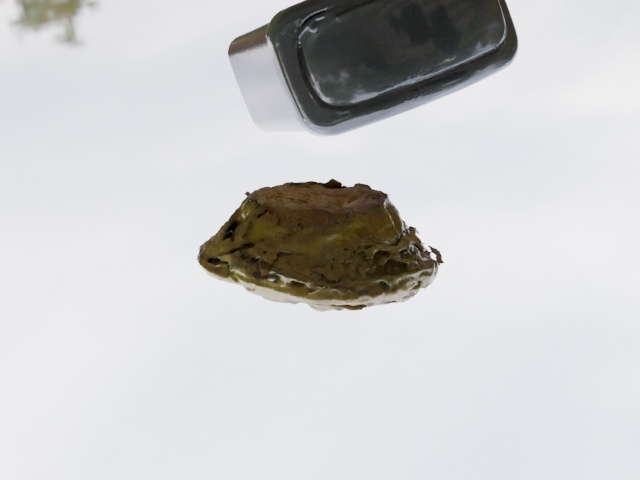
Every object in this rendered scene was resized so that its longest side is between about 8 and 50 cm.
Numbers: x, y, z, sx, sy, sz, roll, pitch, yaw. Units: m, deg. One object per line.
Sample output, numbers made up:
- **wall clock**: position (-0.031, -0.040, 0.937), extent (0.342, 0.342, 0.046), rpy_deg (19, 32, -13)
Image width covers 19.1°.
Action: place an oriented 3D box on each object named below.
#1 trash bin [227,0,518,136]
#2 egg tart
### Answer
- **trash bin**: position (0.036, -0.145, 1.422), extent (0.176, 0.101, 0.236), rpy_deg (-25, -173, -13)
- **egg tart**: position (0.000, 0.000, 0.982), extent (0.130, 0.052, 0.130), rpy_deg (3, -164, -1)
